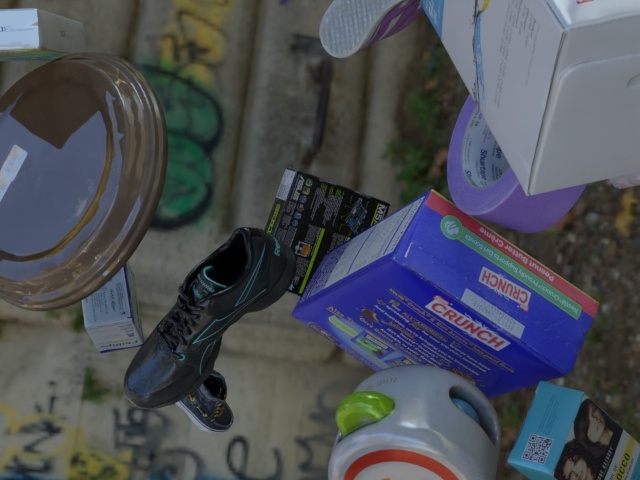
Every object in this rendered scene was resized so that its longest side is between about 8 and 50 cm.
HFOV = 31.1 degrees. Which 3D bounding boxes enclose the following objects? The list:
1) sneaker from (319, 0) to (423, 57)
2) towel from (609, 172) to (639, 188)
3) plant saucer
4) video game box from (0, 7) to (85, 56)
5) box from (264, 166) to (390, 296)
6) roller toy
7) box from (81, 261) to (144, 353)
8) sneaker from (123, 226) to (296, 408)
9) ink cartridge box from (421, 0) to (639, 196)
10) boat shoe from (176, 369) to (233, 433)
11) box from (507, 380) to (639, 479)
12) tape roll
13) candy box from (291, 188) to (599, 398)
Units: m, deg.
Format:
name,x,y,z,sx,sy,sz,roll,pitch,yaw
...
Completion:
name,x,y,z,sx,sy,sz,roll,pitch,yaw
sneaker,0.124,-0.383,1.654,0.161,0.102,0.282,-27,-8,-46
towel,0.510,-0.194,1.278,0.317,0.053,0.332,-47,13,-27
plant saucer,-0.274,-0.067,1.171,0.041,0.278,0.278,24,-111,-54
video game box,-0.364,-0.215,1.224,0.205,0.187,0.048,-84,-6,-83
box,0.000,0.000,1.825,0.045,0.184,0.191,22,94,59
roller toy,0.114,0.250,1.358,0.146,0.191,0.209,-68,-15,-52
box,-0.314,0.087,1.714,0.137,0.072,0.126,93,166,-68
sneaker,-0.149,0.085,1.374,0.267,0.101,0.106,-48,-30,-3
ink cartridge box,0.232,-0.215,1.013,0.197,0.198,0.270,92,162,-51
boat shoe,-0.180,0.269,1.911,0.183,0.083,0.065,46,-136,-45
box,0.311,0.258,1.303,0.060,0.244,0.100,9,67,46
tape roll,0.227,-0.109,1.299,0.189,0.080,0.189,-44,38,48
candy box,0.150,0.090,1.491,0.122,0.268,0.317,-61,14,-25
